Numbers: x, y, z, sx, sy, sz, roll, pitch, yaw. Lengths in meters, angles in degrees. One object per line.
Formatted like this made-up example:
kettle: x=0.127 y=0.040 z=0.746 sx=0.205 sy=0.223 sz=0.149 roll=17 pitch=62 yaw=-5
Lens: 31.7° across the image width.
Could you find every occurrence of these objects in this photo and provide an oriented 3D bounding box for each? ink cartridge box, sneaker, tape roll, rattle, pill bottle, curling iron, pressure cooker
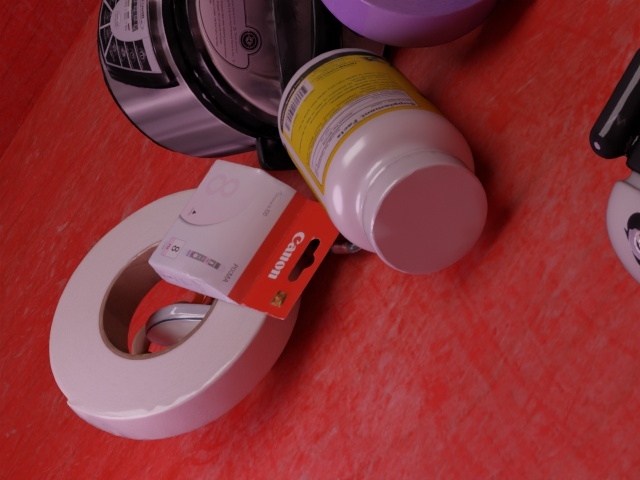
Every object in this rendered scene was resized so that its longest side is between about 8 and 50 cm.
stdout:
ink cartridge box: x=-0.100 y=-0.007 z=1.544 sx=0.232 sy=0.066 sz=0.189 roll=13 pitch=62 yaw=42
sneaker: x=-0.169 y=0.148 z=1.664 sx=0.258 sy=0.094 sz=0.091 roll=-8 pitch=60 yaw=40
tape roll: x=0.120 y=-0.392 z=1.458 sx=0.090 sy=0.275 sz=0.274 roll=103 pitch=-178 yaw=-73
rattle: x=-0.217 y=0.170 z=1.832 sx=0.130 sy=0.142 sz=0.199 roll=2 pitch=49 yaw=25
pill bottle: x=0.076 y=-0.100 z=1.398 sx=0.188 sy=0.188 sz=0.334 roll=-56 pitch=30 yaw=16
tape roll: x=-0.212 y=0.097 z=1.617 sx=0.392 sy=0.072 sz=0.392 roll=-16 pitch=49 yaw=19
curling iron: x=0.000 y=0.000 z=1.608 sx=0.068 sy=0.035 sz=0.274 roll=-54 pitch=19 yaw=-24
pressure cooker: x=-0.100 y=-0.322 z=1.678 sx=0.375 sy=0.370 sz=0.420 roll=-53 pitch=25 yaw=-22

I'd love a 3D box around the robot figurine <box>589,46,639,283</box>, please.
robot figurine: x=0.355 y=-0.069 z=0.929 sx=0.278 sy=0.173 sz=0.209 roll=-59 pitch=30 yaw=10
